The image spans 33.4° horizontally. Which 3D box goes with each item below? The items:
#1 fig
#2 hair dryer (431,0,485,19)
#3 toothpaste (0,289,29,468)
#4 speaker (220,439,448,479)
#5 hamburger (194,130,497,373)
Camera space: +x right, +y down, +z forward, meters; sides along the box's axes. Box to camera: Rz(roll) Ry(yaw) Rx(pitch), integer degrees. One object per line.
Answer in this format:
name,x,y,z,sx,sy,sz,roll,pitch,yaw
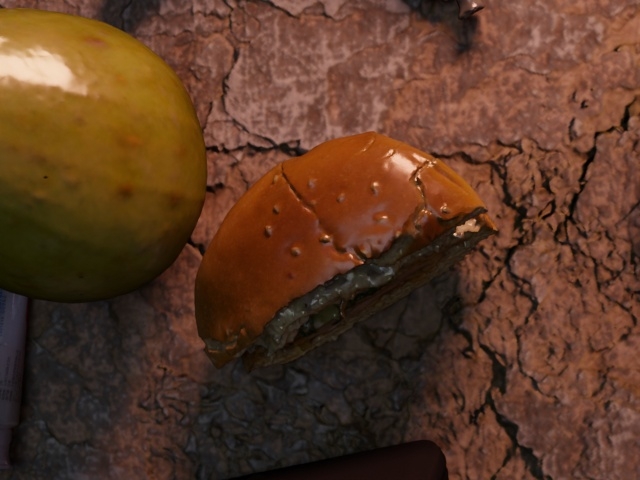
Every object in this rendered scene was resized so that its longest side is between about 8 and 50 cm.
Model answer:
fig,-0.258,-0.085,0.923,0.258,0.326,0.258,-17,63,37
hair dryer,0.000,-0.313,1.001,0.361,0.121,0.301,39,103,7
toothpaste,-0.327,0.108,1.056,0.089,0.057,0.234,-5,78,10
speaker,-0.067,0.309,0.923,0.388,0.180,0.184,-15,89,12
hamburger,0.000,0.000,0.944,0.283,0.144,0.157,-31,79,10
